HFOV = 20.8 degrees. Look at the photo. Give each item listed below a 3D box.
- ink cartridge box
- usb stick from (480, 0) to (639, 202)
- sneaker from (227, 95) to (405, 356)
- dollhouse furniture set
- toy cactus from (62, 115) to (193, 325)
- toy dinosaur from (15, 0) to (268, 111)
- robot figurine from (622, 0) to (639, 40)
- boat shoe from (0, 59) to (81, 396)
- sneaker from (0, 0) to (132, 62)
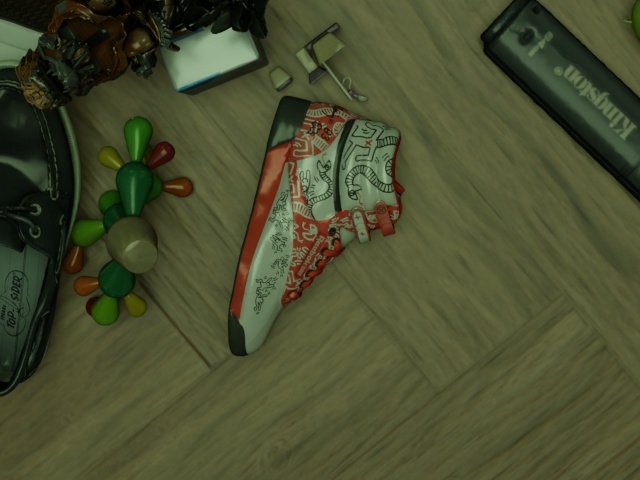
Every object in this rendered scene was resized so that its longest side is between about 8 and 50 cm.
[{"bbox_3d":[-0.104,-0.183,1.717,0.088,0.122,0.052,-22,91,4],"label":"ink cartridge box"},{"bbox_3d":[0.279,-0.130,1.746,0.278,0.045,0.077,43,96,-2],"label":"usb stick"},{"bbox_3d":[0.000,-0.001,1.746,0.145,0.090,0.270,14,93,3],"label":"sneaker"},{"bbox_3d":[0.006,-0.155,1.721,0.091,0.114,0.081,-37,97,3],"label":"dollhouse furniture set"},{"bbox_3d":[-0.184,-0.005,1.717,0.112,0.180,0.219,19,101,-20],"label":"toy cactus"},{"bbox_3d":[-0.168,-0.246,1.629,0.218,0.322,0.164,-21,136,40],"label":"toy dinosaur"},{"bbox_3d":[0.359,-0.229,1.722,0.115,0.067,0.101,-32,84,5],"label":"robot figurine"},{"bbox_3d":[-0.310,-0.001,1.693,0.127,0.113,0.340,11,112,-3],"label":"boat shoe"},{"bbox_3d":[-0.321,-0.196,1.752,0.290,0.106,0.123,7,130,-6],"label":"sneaker"}]
